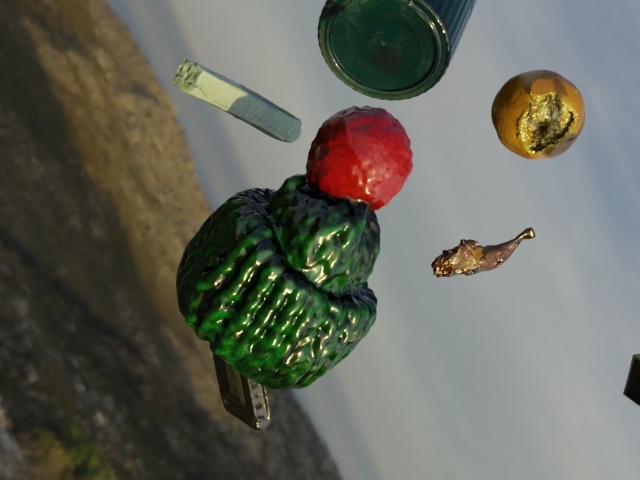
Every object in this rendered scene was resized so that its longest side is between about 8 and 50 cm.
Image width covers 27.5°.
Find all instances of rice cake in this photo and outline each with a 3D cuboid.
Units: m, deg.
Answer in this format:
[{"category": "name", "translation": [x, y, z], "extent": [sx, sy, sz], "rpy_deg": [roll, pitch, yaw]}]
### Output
[{"category": "rice cake", "translation": [-0.096, -0.169, 1.620], "extent": [0.045, 0.042, 0.245], "rpy_deg": [28, 3, 30]}]

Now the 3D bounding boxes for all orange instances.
[{"category": "orange", "translation": [0.355, -0.201, 2.132], "extent": [0.134, 0.154, 0.155], "rpy_deg": [-86, 160, -47]}]

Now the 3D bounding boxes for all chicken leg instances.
[{"category": "chicken leg", "translation": [0.206, 0.016, 1.669], "extent": [0.062, 0.145, 0.037], "rpy_deg": [99, -29, -42]}]

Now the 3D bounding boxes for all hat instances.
[{"category": "hat", "translation": [0.000, 0.000, 1.515], "extent": [0.242, 0.332, 0.274], "rpy_deg": [36, 13, -11]}]

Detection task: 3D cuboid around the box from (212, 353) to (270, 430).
[{"category": "box", "translation": [-0.117, 0.195, 1.831], "extent": [0.125, 0.027, 0.126], "rpy_deg": [15, -61, 60]}]

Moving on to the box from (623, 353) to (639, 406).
[{"category": "box", "translation": [0.552, 0.241, 2.180], "extent": [0.083, 0.035, 0.079], "rpy_deg": [38, -55, 52]}]

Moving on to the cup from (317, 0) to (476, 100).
[{"category": "cup", "translation": [0.161, -0.411, 2.179], "extent": [0.242, 0.308, 0.292], "rpy_deg": [53, 38, -26]}]
